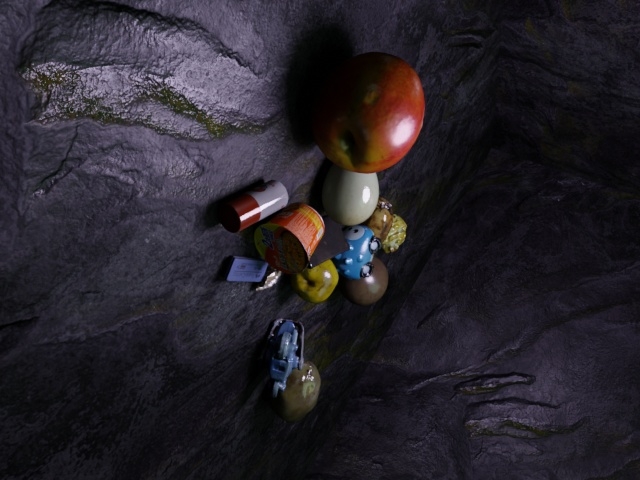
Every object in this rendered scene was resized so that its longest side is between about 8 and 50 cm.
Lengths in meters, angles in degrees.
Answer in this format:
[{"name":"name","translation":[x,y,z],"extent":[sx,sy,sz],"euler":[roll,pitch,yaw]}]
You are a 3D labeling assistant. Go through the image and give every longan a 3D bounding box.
[{"name":"longan","translation":[0.209,0.190,2.313],"extent":[0.258,0.258,0.258],"euler":[-43,148,-36]}]

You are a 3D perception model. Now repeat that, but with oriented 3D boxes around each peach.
[{"name":"peach","translation":[0.159,-0.417,1.519],"extent":[0.388,0.388,0.388],"euler":[-43,148,-36]}]

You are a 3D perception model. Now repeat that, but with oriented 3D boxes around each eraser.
[{"name":"eraser","translation":[-0.249,0.097,1.596],"extent":[0.225,0.036,0.082],"euler":[13,100,-64]}]

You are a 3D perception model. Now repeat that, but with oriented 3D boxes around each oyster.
[{"name":"oyster","translation":[-0.180,0.125,1.735],"extent":[0.148,0.051,0.103],"euler":[-24,152,-53]}]

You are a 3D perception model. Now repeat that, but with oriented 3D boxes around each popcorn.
[{"name":"popcorn","translation":[0.357,-0.040,2.459],"extent":[0.204,0.184,0.221],"euler":[-51,168,3]}]

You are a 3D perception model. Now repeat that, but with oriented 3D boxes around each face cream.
[{"name":"face cream","translation":[-0.201,-0.105,1.427],"extent":[0.214,0.096,0.095],"euler":[-35,143,-45]}]

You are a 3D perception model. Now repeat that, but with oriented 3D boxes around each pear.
[{"name":"pear","translation":[-0.023,0.149,1.899],"extent":[0.200,0.200,0.200],"euler":[-43,148,-36]}]

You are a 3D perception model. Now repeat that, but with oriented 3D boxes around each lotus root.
[{"name":"lotus root","translation":[0.257,-0.073,2.245],"extent":[0.141,0.169,0.314],"euler":[4,119,-29]}]

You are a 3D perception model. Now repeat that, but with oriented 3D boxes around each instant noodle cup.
[{"name":"instant noodle cup","translation":[-0.093,-0.018,1.609],"extent":[0.174,0.213,0.213],"euler":[-51,153,-42]}]

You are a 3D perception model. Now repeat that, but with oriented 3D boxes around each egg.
[{"name":"egg","translation":[0.115,-0.202,1.802],"extent":[0.218,0.218,0.295],"euler":[-18,116,-57]}]

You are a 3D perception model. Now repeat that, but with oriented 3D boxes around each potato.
[{"name":"potato","translation":[-0.122,0.702,2.196],"extent":[0.243,0.221,0.326],"euler":[-30,151,-33]}]

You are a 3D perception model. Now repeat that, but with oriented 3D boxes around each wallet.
[{"name":"wallet","translation":[0.000,0.000,1.872],"extent":[0.044,0.170,0.321],"euler":[-32,175,34]}]

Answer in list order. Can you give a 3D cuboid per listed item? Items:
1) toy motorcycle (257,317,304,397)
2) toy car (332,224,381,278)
[{"name":"toy motorcycle","translation":[-0.140,0.487,1.999],"extent":[0.241,0.182,0.319],"euler":[-24,133,-54]},{"name":"toy car","translation":[0.140,0.050,2.128],"extent":[0.190,0.188,0.255],"euler":[13,99,-40]}]
